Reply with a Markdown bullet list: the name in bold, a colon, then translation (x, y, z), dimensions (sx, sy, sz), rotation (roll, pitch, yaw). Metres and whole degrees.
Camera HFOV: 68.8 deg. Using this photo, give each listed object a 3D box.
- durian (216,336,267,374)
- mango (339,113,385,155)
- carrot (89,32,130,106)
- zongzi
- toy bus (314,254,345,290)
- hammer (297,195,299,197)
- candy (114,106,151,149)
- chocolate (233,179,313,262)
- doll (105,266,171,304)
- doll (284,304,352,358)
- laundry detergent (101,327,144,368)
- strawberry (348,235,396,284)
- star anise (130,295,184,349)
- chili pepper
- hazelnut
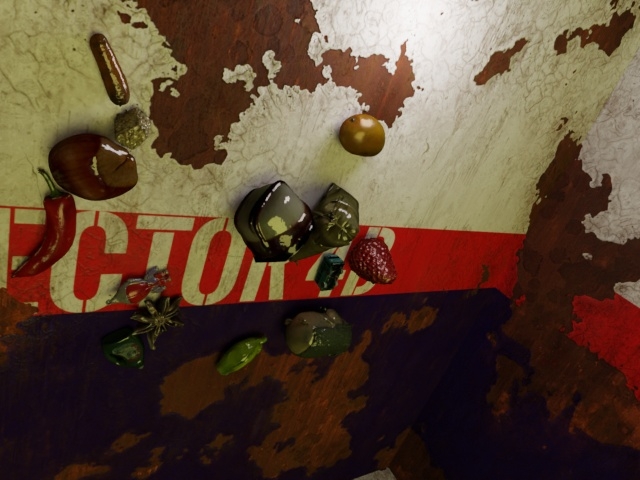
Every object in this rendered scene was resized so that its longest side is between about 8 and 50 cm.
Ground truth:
- **durian**: translation (-0.351, 0.502, 2.069), dimensions (0.250, 0.101, 0.139), rotation (-40, 171, -2)
- **mango**: translation (0.163, -0.387, 1.731), dimensions (0.221, 0.120, 0.151), rotation (3, 124, -44)
- **carrot**: translation (-0.552, -0.448, 1.229), dimensions (0.060, 0.060, 0.186), rotation (-22, 128, -20)
- **zongzi**: translation (0.000, 0.000, 1.726), dimensions (0.181, 0.447, 0.418), rotation (39, 105, -8)
- **toy bus**: translation (0.039, 0.138, 2.061), dimensions (0.079, 0.092, 0.160), rotation (-4, 130, -35)
- **hammer**: translation (-0.111, -0.083, 1.844), dimensions (0.062, 0.013, 0.199), rotation (-18, 131, -22)
- **candy**: translation (-0.529, -0.315, 1.317), dimensions (0.095, 0.110, 0.085), rotation (-31, 138, 11)
- **chocolate**: translation (-0.183, -0.078, 1.631), dimensions (0.283, 0.283, 0.186), rotation (-42, 131, 0)
- **doll**: translation (-0.634, 0.169, 1.628), dimensions (0.227, 0.075, 0.102), rotation (-29, 121, -27)
- **doll**: translation (-0.001, 0.425, 2.164), dimensions (0.349, 0.247, 0.247), rotation (16, 112, -38)
- **laundry detergent**: translation (-0.732, 0.425, 1.768), dimensions (0.137, 0.063, 0.211), rotation (-24, 135, -15)
- **strawberry**: translation (0.244, 0.110, 2.074), dimensions (0.205, 0.244, 0.205), rotation (-19, 133, -21)
- **star anise**: translation (-0.608, 0.293, 1.732), dimensions (0.231, 0.089, 0.209), rotation (-51, 134, 4)
- **chili pepper**: translation (-0.795, -0.020, 1.367), dimensions (0.137, 0.092, 0.368), rotation (16, 110, -29)
- **hazelnut**: translation (-0.630, -0.203, 1.295), dimensions (0.181, 0.181, 0.212), rotation (-57, 148, -24)
